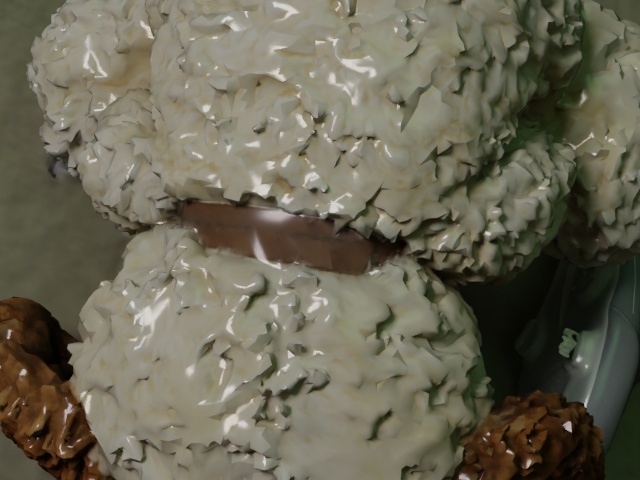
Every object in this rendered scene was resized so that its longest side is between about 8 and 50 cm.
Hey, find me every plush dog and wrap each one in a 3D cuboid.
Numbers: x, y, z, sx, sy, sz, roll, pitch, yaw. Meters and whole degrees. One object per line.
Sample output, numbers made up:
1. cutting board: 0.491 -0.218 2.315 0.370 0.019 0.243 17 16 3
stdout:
1. plush dog: 0.000 0.000 0.581 0.262 0.210 0.225 8 79 4

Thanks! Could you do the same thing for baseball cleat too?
1. baseball cleat: 0.143 0.028 0.723 0.109 0.072 0.206 29 50 -14
